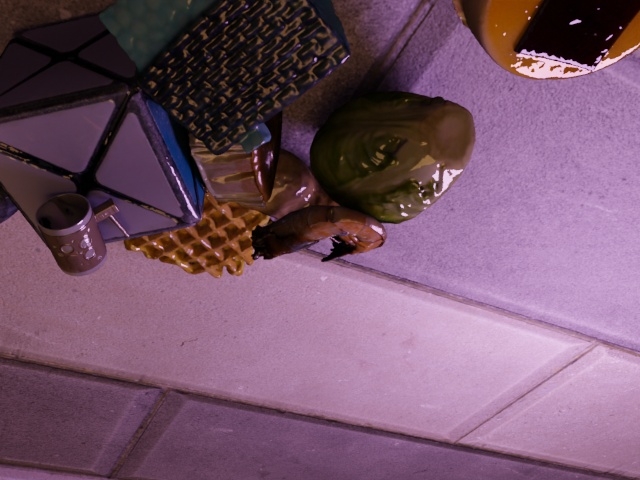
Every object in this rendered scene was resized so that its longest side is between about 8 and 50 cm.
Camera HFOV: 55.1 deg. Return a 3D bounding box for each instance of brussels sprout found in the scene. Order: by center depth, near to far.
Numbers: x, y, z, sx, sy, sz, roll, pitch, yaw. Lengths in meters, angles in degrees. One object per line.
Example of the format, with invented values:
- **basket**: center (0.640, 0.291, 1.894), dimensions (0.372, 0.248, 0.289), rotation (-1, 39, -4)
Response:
- **brussels sprout**: center (0.121, -0.139, 1.001), dimensions (0.219, 0.210, 0.271), rotation (47, 150, -25)

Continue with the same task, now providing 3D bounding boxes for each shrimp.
- **shrimp**: center (0.001, -0.008, 1.060), dimensions (0.178, 0.075, 0.289), rotation (20, 152, -35)

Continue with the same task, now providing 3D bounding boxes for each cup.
- **cup**: center (-0.333, -0.014, 0.858), dimensions (0.074, 0.102, 0.099), rotation (27, 142, 24)

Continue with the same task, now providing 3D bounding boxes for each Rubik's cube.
- **Rubik's cube**: center (-0.321, -0.167, 0.918), dimensions (0.254, 0.259, 0.260), rotation (-12, 138, 6)

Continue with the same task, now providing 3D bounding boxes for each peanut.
- **peanut**: center (-0.052, -0.089, 1.117), dimensions (0.253, 0.122, 0.137), rotation (25, 162, -31)

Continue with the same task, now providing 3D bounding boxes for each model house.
- **model house**: center (-0.078, -0.264, 0.782), dimensions (0.261, 0.226, 0.241), rotation (-31, 94, 26)

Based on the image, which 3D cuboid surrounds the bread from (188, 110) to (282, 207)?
- **bread**: center (-0.119, -0.177, 0.956), dimensions (0.109, 0.210, 0.192), rotation (2, 148, 6)

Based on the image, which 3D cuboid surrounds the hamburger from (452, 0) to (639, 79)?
- **hamburger**: center (0.327, -0.363, 0.818), dimensions (0.299, 0.176, 0.300), rotation (0, 142, 0)

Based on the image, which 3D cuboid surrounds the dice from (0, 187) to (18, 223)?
- **dice**: center (-0.586, -0.126, 0.992), dimensions (0.181, 0.183, 0.182), rotation (-19, 136, 12)

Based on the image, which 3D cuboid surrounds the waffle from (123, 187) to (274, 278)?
- **waffle**: center (-0.253, -0.030, 1.214), dimensions (0.328, 0.062, 0.329), rotation (-3, 138, -3)
